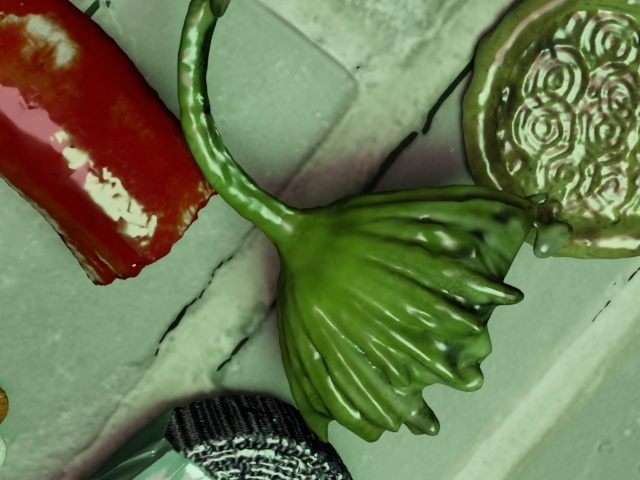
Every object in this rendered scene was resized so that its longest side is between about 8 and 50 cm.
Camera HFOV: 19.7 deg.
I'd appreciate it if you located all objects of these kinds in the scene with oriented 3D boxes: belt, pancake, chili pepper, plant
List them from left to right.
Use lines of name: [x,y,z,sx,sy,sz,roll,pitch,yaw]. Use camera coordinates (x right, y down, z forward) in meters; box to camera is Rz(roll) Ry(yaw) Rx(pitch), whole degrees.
chili pepper: [-0.221,-0.123,1.296,0.134,0.131,0.338,-45,105,-6]
belt: [-0.093,0.278,1.424,0.260,0.122,0.325,24,101,-20]
plant: [-0.006,-0.011,1.356,0.333,0.180,0.251,37,100,-5]
pancake: [0.214,-0.093,1.430,0.212,0.029,0.235,-28,105,0]

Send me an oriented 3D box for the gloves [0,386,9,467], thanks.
gloves: [-0.342,0.127,1.355,0.219,0.131,0.140,-4,105,-40]
